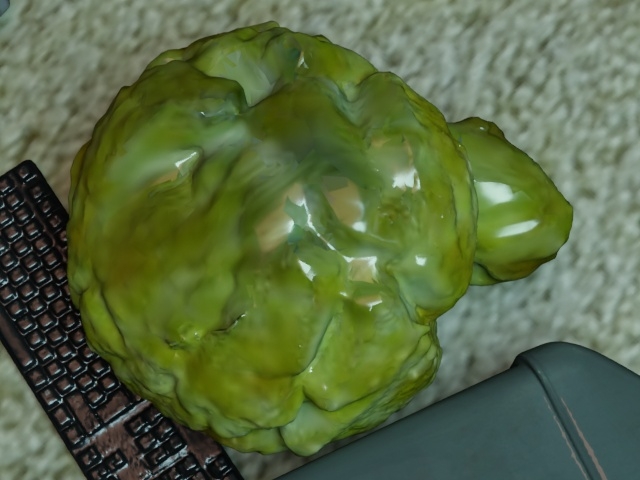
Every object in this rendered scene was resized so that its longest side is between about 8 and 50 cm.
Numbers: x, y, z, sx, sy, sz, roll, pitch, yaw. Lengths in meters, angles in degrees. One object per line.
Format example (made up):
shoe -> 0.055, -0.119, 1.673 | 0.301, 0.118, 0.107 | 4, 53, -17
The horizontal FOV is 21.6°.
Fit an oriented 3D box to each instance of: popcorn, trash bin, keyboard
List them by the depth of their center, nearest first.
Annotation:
trash bin -> 0.067, 0.152, 0.686 | 0.236, 0.101, 0.176 | -22, 70, -12
popcorn -> 0.000, 0.000, 0.726 | 0.212, 0.198, 0.198 | -15, 71, -26
keyboard -> -0.109, 0.056, 0.793 | 0.061, 0.013, 0.204 | -34, 74, -4

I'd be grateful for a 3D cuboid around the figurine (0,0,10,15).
figurine -> -0.307, -0.093, 0.803 | 0.287, 0.176, 0.186 | -43, 32, -23
